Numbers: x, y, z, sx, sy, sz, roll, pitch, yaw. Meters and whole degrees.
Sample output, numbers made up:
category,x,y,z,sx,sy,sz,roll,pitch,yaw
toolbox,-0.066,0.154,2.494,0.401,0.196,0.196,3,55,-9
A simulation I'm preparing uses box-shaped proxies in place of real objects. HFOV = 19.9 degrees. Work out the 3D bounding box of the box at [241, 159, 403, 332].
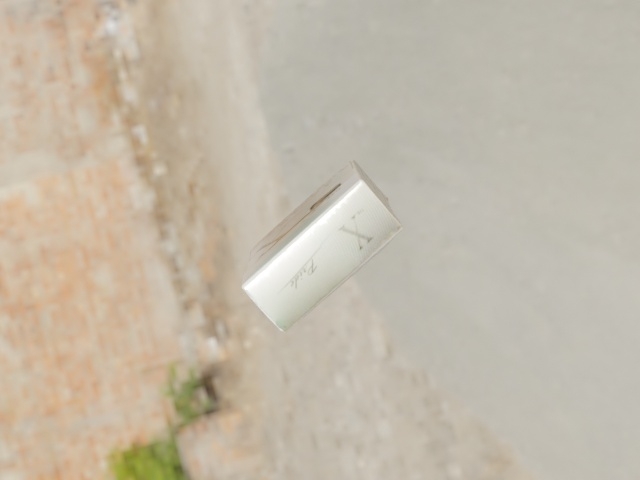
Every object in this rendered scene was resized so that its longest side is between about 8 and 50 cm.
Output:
category,x,y,z,sx,sy,sz,roll,pitch,yaw
box,0.000,0.000,0.999,0.040,0.084,0.154,51,-176,-5
